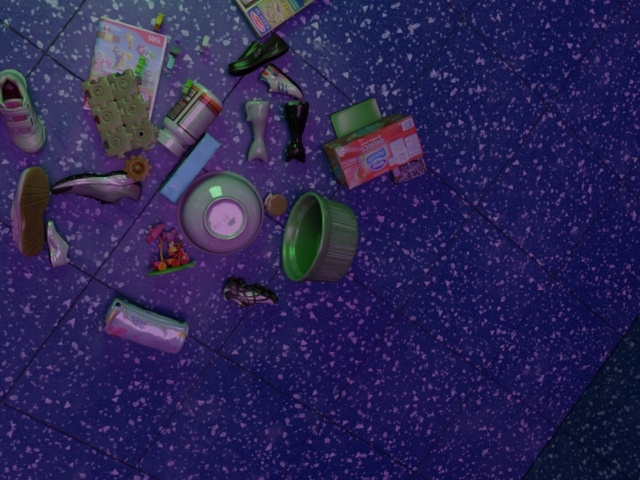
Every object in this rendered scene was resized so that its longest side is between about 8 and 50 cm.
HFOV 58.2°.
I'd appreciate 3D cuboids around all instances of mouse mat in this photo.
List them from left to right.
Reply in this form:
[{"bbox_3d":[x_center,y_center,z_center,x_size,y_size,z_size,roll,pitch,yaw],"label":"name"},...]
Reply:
[{"bbox_3d":[0.137,-0.409,2.047,0.190,0.007,0.152,-24,107,-11],"label":"mouse mat"}]

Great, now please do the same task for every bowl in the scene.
[{"bbox_3d":[-0.322,-0.082,1.902,0.298,0.134,0.297,-3,100,-17],"label":"bowl"}]

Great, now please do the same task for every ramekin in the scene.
[{"bbox_3d":[0.000,0.000,1.935,0.148,0.303,0.303,12,97,-27],"label":"ramekin"}]

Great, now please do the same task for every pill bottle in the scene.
[{"bbox_3d":[-0.419,-0.380,1.821,0.121,0.121,0.221,40,87,-20],"label":"pill bottle"}]

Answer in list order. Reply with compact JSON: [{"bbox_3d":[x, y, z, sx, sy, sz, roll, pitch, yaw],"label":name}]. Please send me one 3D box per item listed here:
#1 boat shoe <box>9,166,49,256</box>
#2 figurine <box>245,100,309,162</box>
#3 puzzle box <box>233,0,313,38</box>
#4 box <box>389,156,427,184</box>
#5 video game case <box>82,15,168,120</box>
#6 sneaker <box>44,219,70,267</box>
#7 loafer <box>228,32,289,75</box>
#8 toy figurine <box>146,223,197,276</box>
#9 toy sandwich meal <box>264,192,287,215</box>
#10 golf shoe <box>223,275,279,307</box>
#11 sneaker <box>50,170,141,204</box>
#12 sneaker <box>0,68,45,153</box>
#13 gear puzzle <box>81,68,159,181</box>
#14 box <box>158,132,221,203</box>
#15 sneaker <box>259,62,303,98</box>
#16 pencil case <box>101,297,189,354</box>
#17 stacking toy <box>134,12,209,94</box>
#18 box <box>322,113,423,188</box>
[{"bbox_3d":[-0.896,-0.093,1.742,0.098,0.096,0.276,-8,112,-60],"label":"boat shoe"},{"bbox_3d":[-0.147,-0.362,1.931,0.215,0.092,0.209,-3,105,-16],"label":"figurine"},{"bbox_3d":[-0.204,-0.893,1.827,0.272,0.052,0.408,-38,109,-7],"label":"puzzle box"},{"bbox_3d":[0.319,-0.271,2.117,0.137,0.027,0.093,-23,105,-12],"label":"box"},{"bbox_3d":[-0.606,-0.522,1.788,0.204,0.025,0.285,12,96,-19],"label":"video game case"},{"bbox_3d":[-0.831,0.008,1.811,0.061,0.054,0.152,-13,107,-31],"label":"sneaker"},{"bbox_3d":[-0.211,-0.606,1.873,0.220,0.080,0.078,-30,98,-15],"label":"loafer"},{"bbox_3d":[-0.502,0.022,1.889,0.173,0.130,0.159,-14,95,-37],"label":"toy figurine"},{"bbox_3d":[-0.157,-0.125,2.000,0.086,0.029,0.085,-5,103,-21],"label":"toy sandwich meal"},{"bbox_3d":[-0.246,0.198,2.016,0.198,0.077,0.093,21,104,-13],"label":"golf shoe"},{"bbox_3d":[-0.695,-0.158,1.793,0.272,0.100,0.107,-5,107,-16],"label":"sneaker"},{"bbox_3d":[-0.890,-0.375,1.682,0.103,0.111,0.252,-20,106,-13],"label":"sneaker"},{"bbox_3d":[-0.591,-0.344,1.766,0.176,0.044,0.338,-19,95,-5],"label":"gear puzzle"},{"bbox_3d":[-0.423,-0.236,1.858,0.060,0.100,0.244,39,87,-19],"label":"box"},{"bbox_3d":[-0.132,-0.518,1.926,0.161,0.057,0.075,36,112,-26],"label":"sneaker"},{"bbox_3d":[-0.577,0.283,1.901,0.273,0.113,0.124,25,114,-21],"label":"pencil case"},{"bbox_3d":[-0.454,-0.571,1.768,0.167,0.052,0.221,22,74,-20],"label":"stacking toy"},{"bbox_3d":[0.183,-0.314,2.001,0.300,0.142,0.154,-26,112,-10],"label":"box"}]
